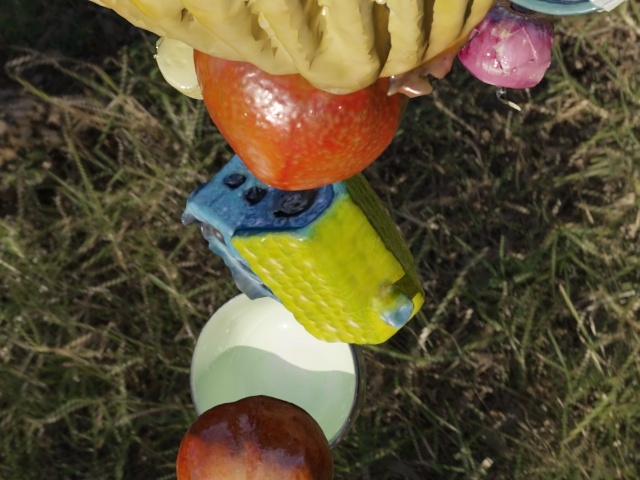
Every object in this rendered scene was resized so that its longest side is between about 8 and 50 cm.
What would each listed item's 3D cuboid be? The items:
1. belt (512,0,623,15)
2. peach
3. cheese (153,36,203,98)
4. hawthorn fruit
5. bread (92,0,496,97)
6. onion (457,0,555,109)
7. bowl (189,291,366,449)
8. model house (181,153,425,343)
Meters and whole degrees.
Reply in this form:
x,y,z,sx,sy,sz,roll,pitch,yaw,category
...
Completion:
x,y,z,sx,sy,sz,roll,pitch,yaw,category
0.297,-0.501,1.277,0.436,0.173,0.300,46,120,3,belt
-0.095,0.334,1.429,0.232,0.232,0.256,-20,28,14,peach
-0.233,-0.319,1.712,0.094,0.167,0.123,-23,92,4,cheese
-0.022,-0.126,0.853,0.197,0.225,0.196,7,51,-8,hawthorn fruit
-0.023,-0.187,0.399,0.274,0.149,0.274,-1,63,3,bread
0.348,-0.384,1.831,0.201,0.200,0.207,3,56,25,onion
-0.057,0.264,1.851,0.354,0.185,0.353,-2,85,24,bowl
0.000,0.000,1.280,0.215,0.237,0.303,-46,38,-12,model house
